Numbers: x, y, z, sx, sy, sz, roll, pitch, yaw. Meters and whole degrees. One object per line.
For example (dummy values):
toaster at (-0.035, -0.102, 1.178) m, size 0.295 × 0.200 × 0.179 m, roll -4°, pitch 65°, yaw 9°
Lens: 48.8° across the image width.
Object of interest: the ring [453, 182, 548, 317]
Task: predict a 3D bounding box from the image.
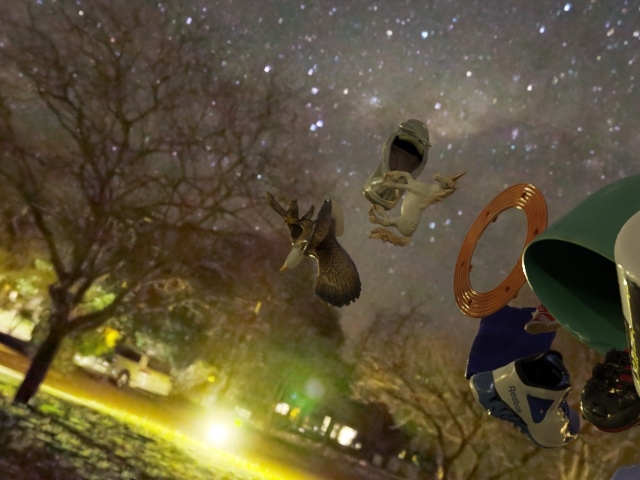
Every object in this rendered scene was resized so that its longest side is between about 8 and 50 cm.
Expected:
ring at (0.418, 0.025, 1.638) m, size 0.032 × 0.337 × 0.336 m, roll 25°, pitch -14°, yaw -16°

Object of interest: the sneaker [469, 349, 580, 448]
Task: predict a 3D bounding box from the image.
sneaker at (0.505, 0.350, 1.574) m, size 0.315 × 0.127 × 0.182 m, roll 30°, pitch -53°, yaw -27°

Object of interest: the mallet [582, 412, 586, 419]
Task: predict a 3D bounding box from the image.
mallet at (0.511, 0.282, 1.176) m, size 0.062 × 0.039 × 0.189 m, roll 8°, pitch -23°, yaw -37°

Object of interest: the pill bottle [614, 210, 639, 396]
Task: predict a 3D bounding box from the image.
pill bottle at (0.344, 0.087, 0.634) m, size 0.130 × 0.130 × 0.246 m, roll 11°, pitch -40°, yaw 39°

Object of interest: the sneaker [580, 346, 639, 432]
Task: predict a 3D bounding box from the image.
sneaker at (0.432, 0.180, 0.886) m, size 0.097 × 0.276 × 0.135 m, roll 14°, pitch -57°, yaw 53°

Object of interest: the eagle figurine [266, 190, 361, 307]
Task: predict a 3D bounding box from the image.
eagle figurine at (-0.006, 0.010, 1.709) m, size 0.226 × 0.225 × 0.298 m, roll 16°, pitch 7°, yaw -30°

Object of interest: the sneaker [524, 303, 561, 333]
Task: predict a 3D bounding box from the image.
sneaker at (0.521, 0.186, 1.697) m, size 0.118 × 0.067 × 0.042 m, roll 3°, pitch -43°, yaw -36°

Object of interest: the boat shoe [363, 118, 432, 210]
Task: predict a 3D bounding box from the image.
boat shoe at (0.198, -0.196, 1.657) m, size 0.118 × 0.320 × 0.103 m, roll 37°, pitch -45°, yaw -1°

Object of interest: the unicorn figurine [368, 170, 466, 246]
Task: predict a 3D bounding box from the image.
unicorn figurine at (0.144, -0.064, 1.106) m, size 0.111 × 0.162 × 0.060 m, roll 24°, pitch 22°, yaw 4°

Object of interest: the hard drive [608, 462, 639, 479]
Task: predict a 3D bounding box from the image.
hard drive at (0.644, 0.480, 1.355) m, size 0.210 × 0.040 × 0.318 m, roll -24°, pitch -12°, yaw 32°

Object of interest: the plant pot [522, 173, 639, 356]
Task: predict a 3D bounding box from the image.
plant pot at (0.519, 0.029, 1.141) m, size 0.293 × 0.235 × 0.293 m, roll 42°, pitch -16°, yaw 15°

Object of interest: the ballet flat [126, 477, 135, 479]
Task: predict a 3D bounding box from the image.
ballet flat at (-0.368, 0.482, 1.198) m, size 0.070 × 0.188 × 0.070 m, roll 4°, pitch -55°, yaw 6°

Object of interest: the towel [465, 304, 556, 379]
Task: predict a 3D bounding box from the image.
towel at (0.571, 0.316, 2.096) m, size 0.227 × 0.308 × 0.076 m, roll 7°, pitch -49°, yaw 24°
